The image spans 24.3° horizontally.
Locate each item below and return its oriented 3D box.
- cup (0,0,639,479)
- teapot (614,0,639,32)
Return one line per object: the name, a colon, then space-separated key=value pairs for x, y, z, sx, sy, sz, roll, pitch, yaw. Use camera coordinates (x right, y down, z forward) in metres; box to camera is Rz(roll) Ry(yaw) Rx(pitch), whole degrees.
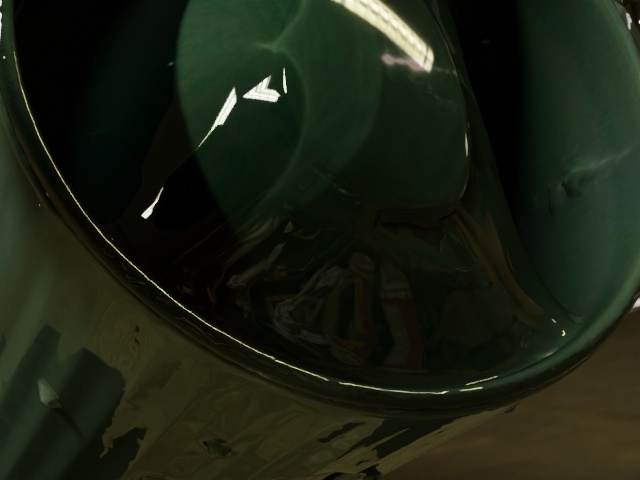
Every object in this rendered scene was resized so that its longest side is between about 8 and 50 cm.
cup: x=-0.009 y=0.019 z=0.778 sx=0.401 sy=0.310 sz=0.392 roll=26 pitch=-34 yaw=-10
teapot: x=0.207 y=-0.177 z=1.226 sx=0.119 sy=0.165 sz=0.130 roll=-14 pitch=17 yaw=25
